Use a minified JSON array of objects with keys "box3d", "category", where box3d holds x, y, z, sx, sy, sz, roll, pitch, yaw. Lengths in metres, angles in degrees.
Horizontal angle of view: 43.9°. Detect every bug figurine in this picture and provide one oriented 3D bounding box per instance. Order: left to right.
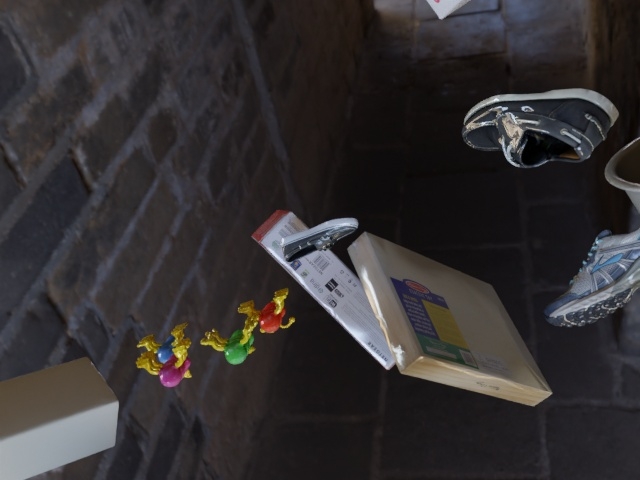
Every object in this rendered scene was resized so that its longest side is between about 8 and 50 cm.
[{"box3d":[-0.177,0.170,1.314,0.278,0.072,0.216,-19,10,11],"category":"bug figurine"}]

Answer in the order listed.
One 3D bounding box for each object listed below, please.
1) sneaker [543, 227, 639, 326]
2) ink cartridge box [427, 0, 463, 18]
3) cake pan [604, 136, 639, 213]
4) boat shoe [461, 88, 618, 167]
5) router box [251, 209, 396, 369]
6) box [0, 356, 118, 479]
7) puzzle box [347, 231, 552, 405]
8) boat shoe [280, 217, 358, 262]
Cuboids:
[{"box3d":[0.524,0.055,1.442,0.283,0.110,0.122,-33,60,12],"category":"sneaker"},{"box3d":[0.225,-0.516,1.224,0.129,0.223,0.307,-38,4,-17],"category":"ink cartridge box"},{"box3d":[0.417,-0.084,0.729,0.293,0.054,0.293,-21,14,5],"category":"cake pan"},{"box3d":[0.247,-0.130,0.969,0.233,0.084,0.079,7,68,61],"category":"boat shoe"},{"box3d":[0.016,0.085,1.561,0.082,0.335,0.301,-45,7,-4],"category":"router box"},{"box3d":[-0.417,0.254,1.051,0.275,0.094,0.113,-12,38,-37],"category":"box"},{"box3d":[0.239,0.149,1.445,0.052,0.408,0.272,-44,47,26],"category":"puzzle box"},{"box3d":[0.000,0.000,1.309,0.142,0.049,0.040,-18,71,23],"category":"boat shoe"}]
